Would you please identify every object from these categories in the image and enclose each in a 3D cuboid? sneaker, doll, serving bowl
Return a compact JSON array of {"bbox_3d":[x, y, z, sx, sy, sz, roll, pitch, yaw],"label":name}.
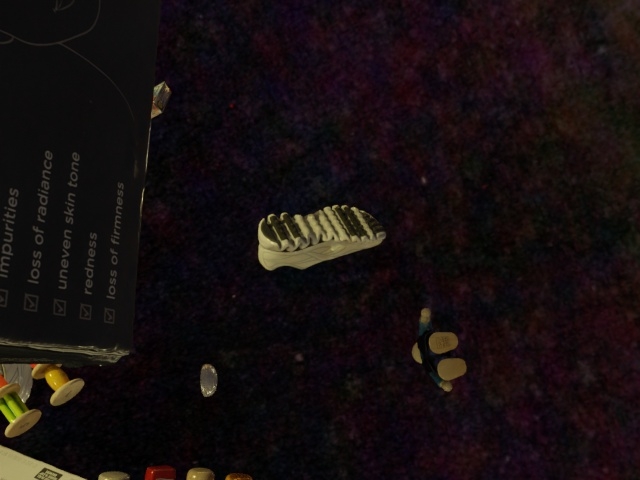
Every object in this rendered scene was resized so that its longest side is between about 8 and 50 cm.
[{"bbox_3d":[-0.759,0.274,1.647,0.129,0.110,0.298,57,41,-74],"label":"sneaker"},{"bbox_3d":[0.000,0.000,1.431,0.291,0.118,0.110,-5,45,-21],"label":"sneaker"},{"bbox_3d":[0.171,0.165,0.996,0.189,0.046,0.129,97,-22,-80],"label":"doll"},{"bbox_3d":[-0.284,0.360,1.711,0.083,0.027,0.084,-5,90,-82],"label":"serving bowl"}]

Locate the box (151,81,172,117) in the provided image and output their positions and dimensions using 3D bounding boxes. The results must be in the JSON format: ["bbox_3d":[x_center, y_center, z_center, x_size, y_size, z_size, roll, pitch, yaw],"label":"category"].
[{"bbox_3d":[-0.343,-0.234,1.216,0.027,0.136,0.094,57,19,-30],"label":"box"}]

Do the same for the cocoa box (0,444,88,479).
[{"bbox_3d":[-0.484,0.477,0.982,0.228,0.346,0.232,-50,146,-51],"label":"cocoa box"}]

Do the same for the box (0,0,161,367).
[{"bbox_3d":[-0.395,-0.155,0.530,0.471,0.297,0.481,31,58,-63],"label":"box"}]

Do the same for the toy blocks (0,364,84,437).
[{"bbox_3d":[-0.433,0.186,0.950,0.123,0.054,0.148,-36,72,-26],"label":"toy blocks"}]

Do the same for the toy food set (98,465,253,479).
[{"bbox_3d":[-0.211,0.370,0.892,0.232,0.111,0.105,12,81,-42],"label":"toy food set"}]
